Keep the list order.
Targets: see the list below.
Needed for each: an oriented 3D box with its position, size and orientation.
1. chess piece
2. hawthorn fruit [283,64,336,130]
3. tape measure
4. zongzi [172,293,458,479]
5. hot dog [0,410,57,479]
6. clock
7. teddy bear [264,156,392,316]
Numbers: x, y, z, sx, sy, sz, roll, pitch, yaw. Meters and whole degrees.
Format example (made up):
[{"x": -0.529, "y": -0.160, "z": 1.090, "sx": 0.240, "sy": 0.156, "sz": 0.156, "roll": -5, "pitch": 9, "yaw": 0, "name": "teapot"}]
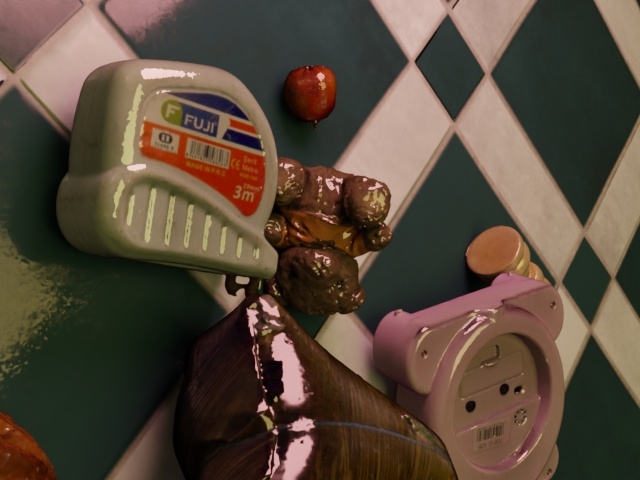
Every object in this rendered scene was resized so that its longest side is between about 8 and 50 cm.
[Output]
[{"x": 0.312, "y": 0.056, "z": 1.385, "sx": 0.170, "sy": 0.094, "sz": 0.094, "roll": 41, "pitch": 61, "yaw": -39, "name": "chess piece"}, {"x": -0.011, "y": -0.192, "z": 1.130, "sx": 0.077, "sy": 0.077, "sz": 0.077, "roll": 4, "pitch": 84, "yaw": -41, "name": "hawthorn fruit"}, {"x": -0.159, "y": -0.070, "z": 0.955, "sx": 0.243, "sy": 0.125, "sz": 0.246, "roll": 14, "pitch": 80, "yaw": -47, "name": "tape measure"}, {"x": 0.020, "y": 0.321, "z": 0.910, "sx": 0.403, "sy": 0.207, "sz": 0.432, "roll": 38, "pitch": 27, "yaw": -32, "name": "zongzi"}, {"x": -0.367, "y": 0.320, "z": 0.717, "sx": 0.267, "sy": 0.174, "sz": 0.388, "roll": 37, "pitch": 55, "yaw": -36, "name": "hot dog"}, {"x": 0.228, "y": 0.229, "z": 1.247, "sx": 0.295, "sy": 0.113, "sz": 0.322, "roll": -16, "pitch": 107, "yaw": -29, "name": "clock"}, {"x": 0.000, "y": 0.000, "z": 1.094, "sx": 0.177, "sy": 0.140, "sz": 0.190, "roll": 8, "pitch": 90, "yaw": 2, "name": "teddy bear"}]
